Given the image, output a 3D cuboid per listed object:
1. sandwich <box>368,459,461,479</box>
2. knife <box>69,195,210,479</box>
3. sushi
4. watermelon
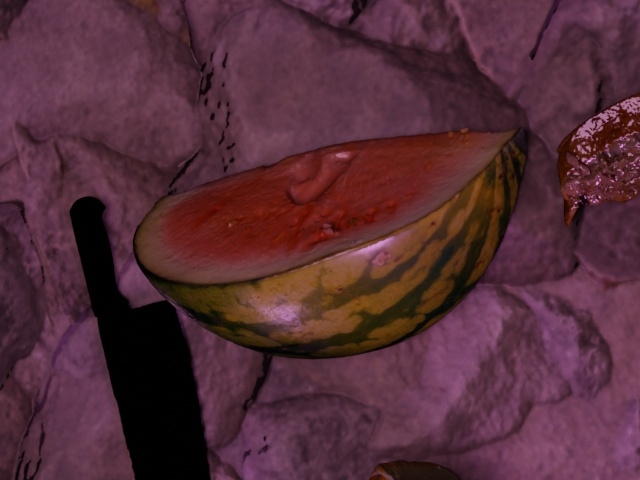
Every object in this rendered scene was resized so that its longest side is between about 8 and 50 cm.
[{"bbox_3d":[0.054,0.252,1.277,0.117,0.144,0.187,39,104,23],"label":"sandwich"},{"bbox_3d":[-0.137,0.078,1.442,0.072,0.019,0.245,-18,84,20],"label":"knife"},{"bbox_3d":[0.204,-0.057,1.265,0.120,0.052,0.055,-30,62,20],"label":"sushi"},{"bbox_3d":[0.008,0.026,1.343,0.303,0.159,0.128,-11,122,26],"label":"watermelon"}]
